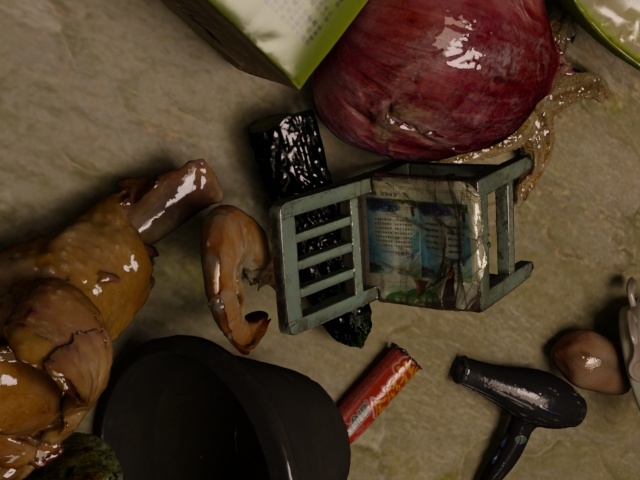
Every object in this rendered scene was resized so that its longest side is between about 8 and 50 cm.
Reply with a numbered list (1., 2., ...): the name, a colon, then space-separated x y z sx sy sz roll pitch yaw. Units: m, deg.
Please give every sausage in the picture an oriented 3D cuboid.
1. sausage: 0.052 0.184 1.093 0.145 0.048 0.050 -47 161 -6

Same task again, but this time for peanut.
1. peanut: 0.361 0.161 1.245 0.152 0.076 0.076 22 95 -36

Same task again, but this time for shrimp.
1. shrimp: -0.065 0.041 0.896 0.053 0.236 0.133 -16 78 8

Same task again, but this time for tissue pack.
1. tissue pack: -0.029 -0.300 0.806 0.200 0.167 0.274 40 87 -32

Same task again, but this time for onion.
1. onion: 0.139 -0.155 0.920 0.284 0.120 0.227 1 145 -23

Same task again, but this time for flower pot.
1. flower pot: -0.078 0.214 0.931 0.166 0.269 0.268 -5 110 -49

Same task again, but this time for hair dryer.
1. hair dryer: 0.218 0.255 1.212 0.196 0.075 0.219 20 104 -23

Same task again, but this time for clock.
1. clock: 0.435 0.146 1.242 0.191 0.062 0.151 61 30 -28

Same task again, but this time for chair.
1. chair: 0.093 0.001 0.933 0.270 0.147 0.136 -22 113 -51

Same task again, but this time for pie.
1. pie: -0.265 0.226 0.846 0.187 0.187 0.041 -19 110 -23

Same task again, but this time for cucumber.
1. cucumber: 0.000 0.001 0.983 0.072 0.072 0.300 -29 118 -19

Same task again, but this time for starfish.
1. starfish: 0.230 -0.152 1.084 0.277 0.062 0.235 2 111 -35

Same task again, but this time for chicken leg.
1. chicken leg: -0.215 0.069 0.783 0.409 0.295 0.182 -42 104 -27

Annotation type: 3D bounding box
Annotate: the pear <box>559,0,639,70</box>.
1. pear: 0.398 -0.331 1.004 0.399 0.165 0.398 -1 96 -10
